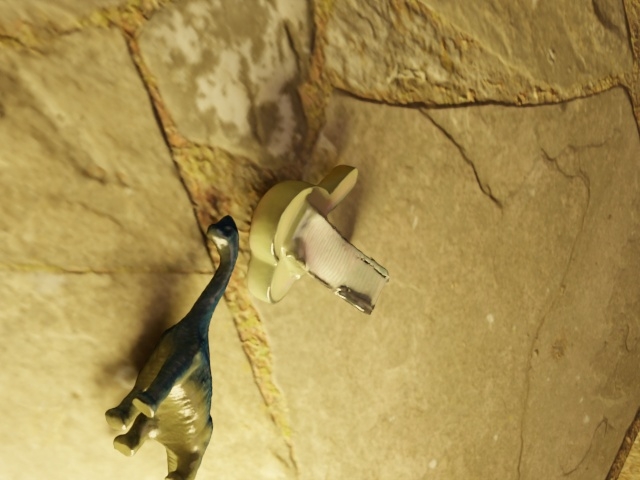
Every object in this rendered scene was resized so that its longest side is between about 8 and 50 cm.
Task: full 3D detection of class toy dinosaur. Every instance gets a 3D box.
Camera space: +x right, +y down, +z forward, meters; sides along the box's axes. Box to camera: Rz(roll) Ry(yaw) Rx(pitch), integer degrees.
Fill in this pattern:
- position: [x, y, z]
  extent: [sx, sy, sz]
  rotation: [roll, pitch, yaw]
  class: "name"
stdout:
- position: [-0.103, 0.126, 0.938]
  extent: [0.188, 0.075, 0.247]
  rotation: [-49, 135, -38]
  class: "toy dinosaur"

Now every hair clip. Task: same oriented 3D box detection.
- position: [0.000, -0.003, 1.002]
  extent: [0.218, 0.071, 0.159]
  rotation: [37, 74, -60]
  class: "hair clip"
